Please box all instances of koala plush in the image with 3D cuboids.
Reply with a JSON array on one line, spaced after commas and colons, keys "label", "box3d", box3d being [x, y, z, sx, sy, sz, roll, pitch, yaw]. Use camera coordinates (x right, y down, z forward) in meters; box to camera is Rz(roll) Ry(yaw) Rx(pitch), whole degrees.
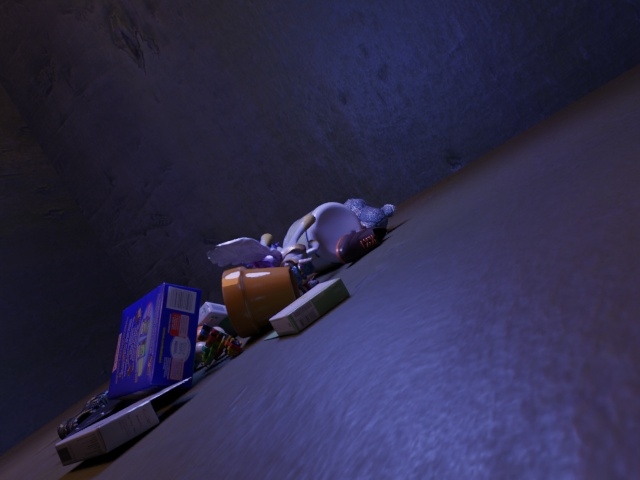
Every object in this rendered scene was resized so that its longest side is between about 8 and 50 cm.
[{"label": "koala plush", "box3d": [0.196, -0.081, 2.291, 0.196, 0.203, 0.221, -33, 14, -22]}]

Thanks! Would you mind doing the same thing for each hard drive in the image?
[{"label": "hard drive", "box3d": [-0.626, 0.515, 1.628, 0.172, 0.054, 0.255, -31, 2, 0]}]

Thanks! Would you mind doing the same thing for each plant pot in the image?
[{"label": "plant pot", "box3d": [-0.162, 0.161, 1.616, 0.187, 0.205, 0.205, -16, 3, 5]}]

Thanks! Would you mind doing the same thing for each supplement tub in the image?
[{"label": "supplement tub", "box3d": [0.000, 0.000, 2.223, 0.235, 0.235, 0.325, -33, 3, -29]}]

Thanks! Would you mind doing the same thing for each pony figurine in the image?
[{"label": "pony figurine", "box3d": [-0.162, 0.070, 1.907, 0.350, 0.303, 0.363, -23, 19, 16]}]

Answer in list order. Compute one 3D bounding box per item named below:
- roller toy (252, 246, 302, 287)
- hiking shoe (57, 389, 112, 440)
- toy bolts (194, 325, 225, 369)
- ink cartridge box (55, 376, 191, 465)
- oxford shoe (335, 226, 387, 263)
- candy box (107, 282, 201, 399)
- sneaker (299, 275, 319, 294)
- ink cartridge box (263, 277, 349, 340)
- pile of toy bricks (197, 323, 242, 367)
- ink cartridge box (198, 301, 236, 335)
[{"label": "roller toy", "box3d": [-0.178, 0.133, 2.206, 0.146, 0.209, 0.191, -33, 16, -16]}, {"label": "hiking shoe", "box3d": [-0.732, 0.569, 1.814, 0.114, 0.086, 0.227, -14, 17, 32]}, {"label": "toy bolts", "box3d": [-0.409, 0.308, 1.735, 0.158, 0.218, 0.228, -25, 21, 11]}, {"label": "ink cartridge box", "box3d": [-0.442, 0.416, 1.275, 0.238, 0.060, 0.275, -20, -8, -47]}, {"label": "oxford shoe", "box3d": [0.148, 0.004, 1.990, 0.098, 0.097, 0.271, -23, 7, 38]}, {"label": "candy box", "box3d": [-0.458, 0.290, 1.531, 0.122, 0.268, 0.317, 19, -30, -34]}, {"label": "sneaker", "box3d": [-0.033, 0.149, 1.834, 0.067, 0.042, 0.118, -35, 0, -6]}, {"label": "ink cartridge box", "box3d": [-0.052, 0.174, 1.386, 0.171, 0.056, 0.235, -33, 5, -30]}, {"label": "pile of toy bricks", "box3d": [-0.299, 0.302, 1.546, 0.105, 0.118, 0.212, -65, 20, -12]}, {"label": "ink cartridge box", "box3d": [-0.385, 0.316, 1.937, 0.225, 0.056, 0.181, -49, -39, 17]}]
